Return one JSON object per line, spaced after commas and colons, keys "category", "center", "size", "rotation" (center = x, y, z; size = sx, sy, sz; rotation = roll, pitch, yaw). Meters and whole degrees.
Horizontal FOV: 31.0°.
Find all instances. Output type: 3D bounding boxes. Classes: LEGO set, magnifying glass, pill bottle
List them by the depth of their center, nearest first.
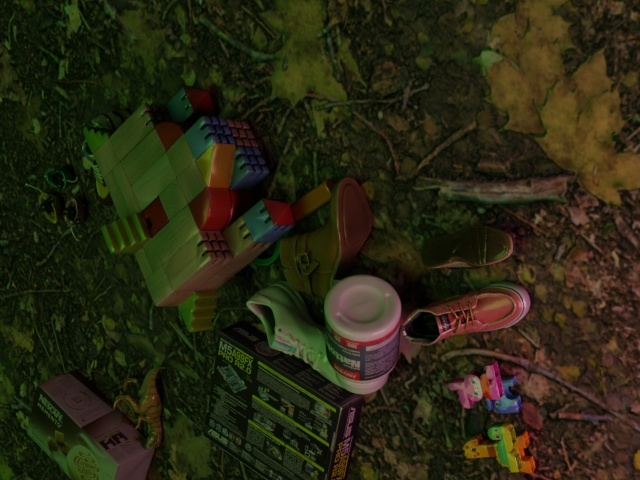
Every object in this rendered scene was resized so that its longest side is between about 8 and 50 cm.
{"category": "LEGO set", "center": [0.230, 0.271, 1.584], "size": [0.093, 0.087, 0.227], "rotation": [-10, 98, 28]}
{"category": "pill bottle", "center": [0.060, 0.141, 1.649], "size": [0.108, 0.108, 0.180], "rotation": [37, 152, 27]}
{"category": "magnifying glass", "center": [-0.052, -0.033, 1.780], "size": [0.231, 0.026, 0.092], "rotation": [-33, 81, 45]}

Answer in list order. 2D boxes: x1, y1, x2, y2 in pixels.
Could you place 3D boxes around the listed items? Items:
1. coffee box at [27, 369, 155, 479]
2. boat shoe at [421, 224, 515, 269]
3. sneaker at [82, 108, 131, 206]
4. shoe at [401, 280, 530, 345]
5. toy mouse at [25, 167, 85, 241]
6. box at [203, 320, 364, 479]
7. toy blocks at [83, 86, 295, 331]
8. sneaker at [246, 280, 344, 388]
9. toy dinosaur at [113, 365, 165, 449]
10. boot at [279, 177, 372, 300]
{"category": "coffee box", "center": [-0.443, 0.382, 2.213], "size": [0.246, 0.098, 0.141], "rotation": [39, 126, 25]}
{"category": "boat shoe", "center": [0.204, 0.011, 1.548], "size": [0.152, 0.049, 0.056], "rotation": [-5, 82, 47]}
{"category": "sneaker", "center": [-0.377, -0.139, 1.988], "size": [0.069, 0.084, 0.186], "rotation": [31, 122, 30]}
{"category": "shoe", "center": [0.194, 0.104, 1.565], "size": [0.178, 0.081, 0.064], "rotation": [-16, 93, 43]}
{"category": "toy mouse", "center": [-0.466, -0.083, 2.122], "size": [0.161, 0.031, 0.143], "rotation": [56, 133, 11]}
{"category": "box", "center": [-0.066, 0.286, 1.874], "size": [0.270, 0.060, 0.216], "rotation": [27, 120, 32]}
{"category": "toy blocks", "center": [-0.196, -0.087, 1.791], "size": [0.261, 0.190, 0.381], "rotation": [-39, 67, 32]}
{"category": "sneaker", "center": [-0.032, 0.157, 1.776], "size": [0.212, 0.094, 0.080], "rotation": [44, 127, 21]}
{"category": "toy dinosaur", "center": [-0.316, 0.283, 2.106], "size": [0.112, 0.064, 0.212], "rotation": [15, 125, 18]}
{"category": "boot", "center": [0.000, 0.000, 1.712], "size": [0.152, 0.073, 0.197], "rotation": [9, 108, 44]}
